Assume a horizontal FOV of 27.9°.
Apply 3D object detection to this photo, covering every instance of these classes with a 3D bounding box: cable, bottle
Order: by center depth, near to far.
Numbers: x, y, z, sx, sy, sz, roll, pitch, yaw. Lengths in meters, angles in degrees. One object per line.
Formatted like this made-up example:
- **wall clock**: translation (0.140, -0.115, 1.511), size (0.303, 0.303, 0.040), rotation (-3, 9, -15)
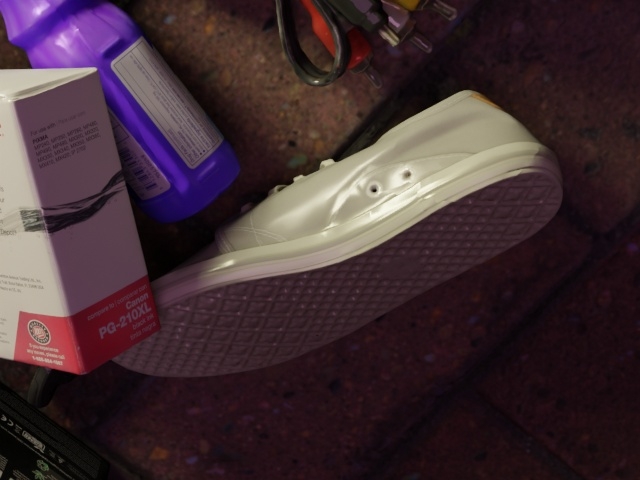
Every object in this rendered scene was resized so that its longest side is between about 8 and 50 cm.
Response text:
- **bottle**: translation (-0.190, -0.145, 1.126), size (0.092, 0.118, 0.283), rotation (-44, 107, -22)
- **cable**: translation (-0.021, -0.251, 1.131), size (0.287, 0.072, 0.139), rotation (47, 114, -3)

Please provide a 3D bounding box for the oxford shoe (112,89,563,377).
- **oxford shoe**: translation (0.000, 0.000, 1.177), size (0.449, 0.130, 0.169), rotation (-26, 145, 12)

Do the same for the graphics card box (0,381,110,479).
- **graphics card box**: translation (-0.324, 0.251, 1.144), size (0.233, 0.371, 0.094), rotation (39, 106, -14)

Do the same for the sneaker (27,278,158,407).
- **sneaker**: translation (-0.217, 0.103, 1.255), size (0.089, 0.051, 0.170), rotation (24, 105, -5)

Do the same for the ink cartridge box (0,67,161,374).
- **ink cartridge box**: translation (-0.249, -0.022, 1.089), size (0.172, 0.100, 0.237), rotation (5, 114, 39)
